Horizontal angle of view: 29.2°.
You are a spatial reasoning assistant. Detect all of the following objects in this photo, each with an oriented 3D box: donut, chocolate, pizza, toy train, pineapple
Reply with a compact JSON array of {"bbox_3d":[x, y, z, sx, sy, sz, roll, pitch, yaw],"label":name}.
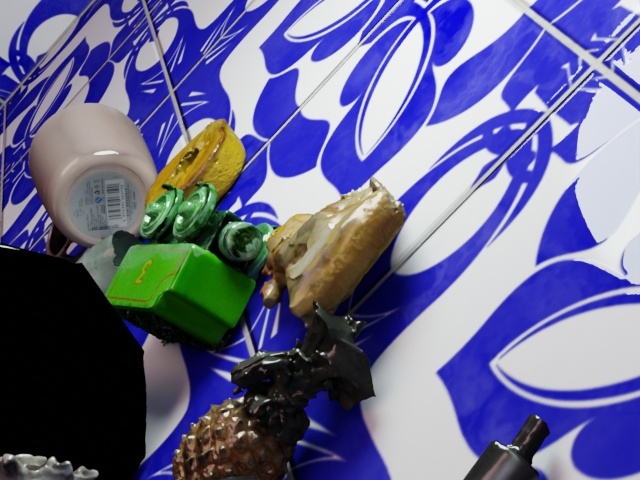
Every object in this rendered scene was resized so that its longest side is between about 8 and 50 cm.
[{"bbox_3d":[-0.180,-0.093,1.798,0.178,0.065,0.162,-41,24,22],"label":"donut"},{"bbox_3d":[-0.432,0.211,1.498,0.331,0.383,0.384,-6,51,57],"label":"chocolate"},{"bbox_3d":[0.000,0.000,1.357,0.189,0.071,0.297,-48,11,-1],"label":"pizza"},{"bbox_3d":[-0.166,0.034,1.549,0.243,0.132,0.188,-3,58,59],"label":"toy train"},{"bbox_3d":[-0.040,0.164,1.206,0.237,0.119,0.111,-52,37,10],"label":"pineapple"}]

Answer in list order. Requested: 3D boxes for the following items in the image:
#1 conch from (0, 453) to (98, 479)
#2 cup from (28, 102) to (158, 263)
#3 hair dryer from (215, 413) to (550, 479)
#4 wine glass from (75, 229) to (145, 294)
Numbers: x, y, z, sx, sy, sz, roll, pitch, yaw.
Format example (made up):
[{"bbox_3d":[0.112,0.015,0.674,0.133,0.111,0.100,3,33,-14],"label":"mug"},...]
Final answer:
[{"bbox_3d":[-0.275,0.296,1.226,0.186,0.313,0.241,-55,-21,-41],"label":"conch"},{"bbox_3d":[-0.365,-0.068,1.934,0.253,0.191,0.200,-61,27,13],"label":"cup"},{"bbox_3d":[0.050,0.266,1.002,0.284,0.156,0.320,-42,34,-27],"label":"hair dryer"},{"bbox_3d":[-0.421,0.034,1.839,0.309,0.264,0.096,-38,-13,25],"label":"wine glass"}]
